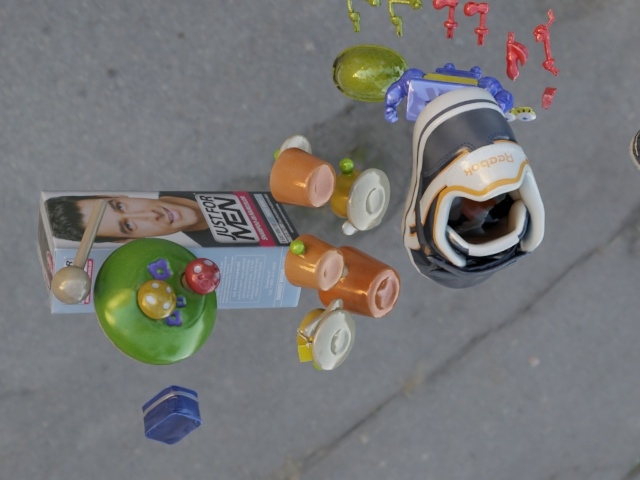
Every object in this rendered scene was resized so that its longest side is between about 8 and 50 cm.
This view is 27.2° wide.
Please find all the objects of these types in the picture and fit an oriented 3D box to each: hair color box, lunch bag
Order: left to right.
[{"bbox_3d":[-0.229,0.013,2.004,0.375,0.185,0.113,-1,119,-19],"label":"hair color box"},{"bbox_3d":[-0.240,0.277,2.117,0.067,0.065,0.098,27,129,-38],"label":"lunch bag"}]

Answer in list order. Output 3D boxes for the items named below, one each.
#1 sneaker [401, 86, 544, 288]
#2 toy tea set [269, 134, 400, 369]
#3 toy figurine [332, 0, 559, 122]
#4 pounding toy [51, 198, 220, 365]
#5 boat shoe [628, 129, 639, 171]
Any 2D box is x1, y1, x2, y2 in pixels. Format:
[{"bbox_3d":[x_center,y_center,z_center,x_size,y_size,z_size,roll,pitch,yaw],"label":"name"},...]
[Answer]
[{"bbox_3d":[0.156,-0.012,1.370,0.126,0.127,0.321,-20,149,-4],"label":"sneaker"},{"bbox_3d":[0.000,0.000,1.787,0.200,0.124,0.336,-34,128,-39],"label":"toy tea set"},{"bbox_3d":[0.171,-0.254,2.008,0.217,0.363,0.191,-55,152,-61],"label":"toy figurine"},{"bbox_3d":[-0.227,0.057,1.808,0.237,0.183,0.110,35,148,-18],"label":"pounding toy"},{"bbox_3d":[0.420,-0.052,1.408,0.075,0.206,0.065,-48,174,-13],"label":"boat shoe"}]
